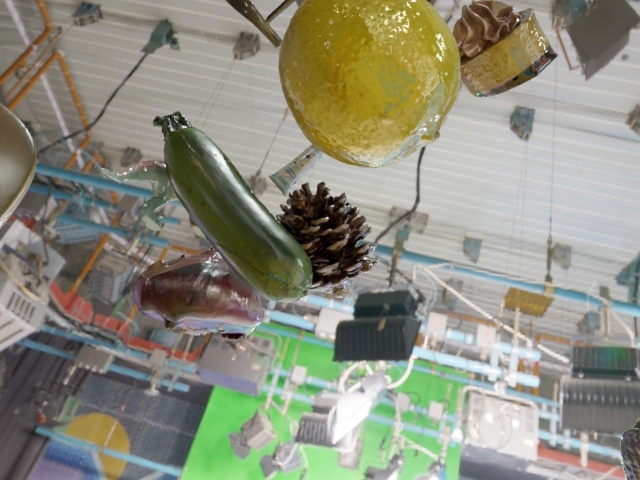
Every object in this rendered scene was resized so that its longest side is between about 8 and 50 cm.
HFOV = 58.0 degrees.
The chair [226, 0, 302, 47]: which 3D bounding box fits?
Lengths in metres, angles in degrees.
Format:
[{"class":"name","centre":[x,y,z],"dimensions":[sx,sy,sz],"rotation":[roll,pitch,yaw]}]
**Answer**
[{"class":"chair","centre":[-0.010,-0.426,0.996],"dimensions":[0.272,0.188,0.166],"rotation":[-37,-40,0]}]

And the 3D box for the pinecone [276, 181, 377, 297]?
[{"class":"pinecone","centre":[0.000,0.000,0.835],"dimensions":[0.173,0.174,0.174],"rotation":[12,-36,9]}]

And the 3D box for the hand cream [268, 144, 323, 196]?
[{"class":"hand cream","centre":[-0.050,-0.188,1.442],"dimensions":[0.065,0.170,0.043],"rotation":[49,-17,-9]}]

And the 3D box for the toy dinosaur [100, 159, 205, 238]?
[{"class":"toy dinosaur","centre":[-0.201,-0.080,0.786],"dimensions":[0.053,0.167,0.242],"rotation":[-28,-32,27]}]

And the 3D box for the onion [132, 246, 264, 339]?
[{"class":"onion","centre":[-0.238,0.093,1.160],"dimensions":[0.271,0.195,0.272],"rotation":[10,-15,3]}]

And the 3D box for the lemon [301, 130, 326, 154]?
[{"class":"lemon","centre":[0.066,-0.301,1.229],"dimensions":[0.257,0.258,0.310],"rotation":[-11,-46,35]}]

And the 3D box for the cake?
[{"class":"cake","centre":[0.360,-0.417,1.190],"dimensions":[0.207,0.185,0.178],"rotation":[-15,-62,33]}]

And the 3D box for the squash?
[{"class":"squash","centre":[-0.123,-0.051,0.711],"dimensions":[0.331,0.087,0.087],"rotation":[52,-28,22]}]

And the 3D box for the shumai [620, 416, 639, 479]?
[{"class":"shumai","centre":[0.457,0.262,0.667],"dimensions":[0.141,0.184,0.184],"rotation":[-14,-31,-18]}]

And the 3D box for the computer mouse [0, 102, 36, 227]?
[{"class":"computer mouse","centre":[-0.303,0.019,0.320],"dimensions":[0.158,0.310,0.072],"rotation":[35,-20,-4]}]

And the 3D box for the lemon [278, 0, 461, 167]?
[{"class":"lemon","centre":[0.045,-0.170,0.582],"dimensions":[0.203,0.178,0.178],"rotation":[50,-34,14]}]
